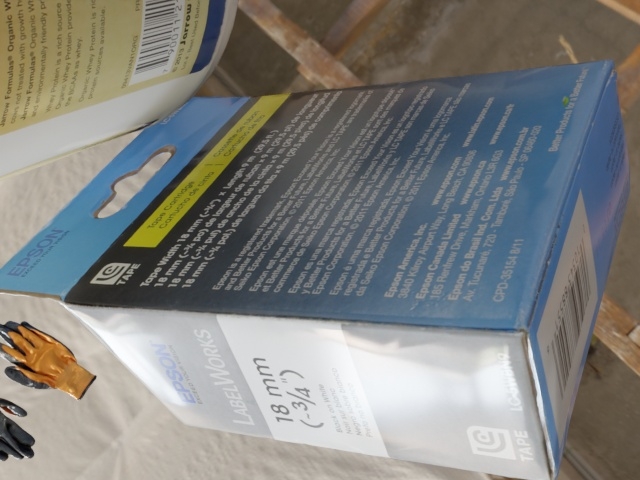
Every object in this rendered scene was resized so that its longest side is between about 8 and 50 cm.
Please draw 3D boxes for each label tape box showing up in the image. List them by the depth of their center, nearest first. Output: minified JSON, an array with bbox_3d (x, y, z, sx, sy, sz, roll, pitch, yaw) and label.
[{"bbox_3d":[0.000,0.000,0.516,0.334,0.106,0.240,1,-142,30],"label":"label tape box"}]

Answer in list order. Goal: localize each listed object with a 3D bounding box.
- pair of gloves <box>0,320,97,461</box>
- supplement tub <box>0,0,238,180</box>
[{"bbox_3d":[-0.196,0.097,0.528,0.083,0.074,0.010,-50,-160,-9],"label":"pair of gloves"},{"bbox_3d":[-0.209,-0.126,0.383,0.228,0.316,0.228,13,-63,26],"label":"supplement tub"}]
